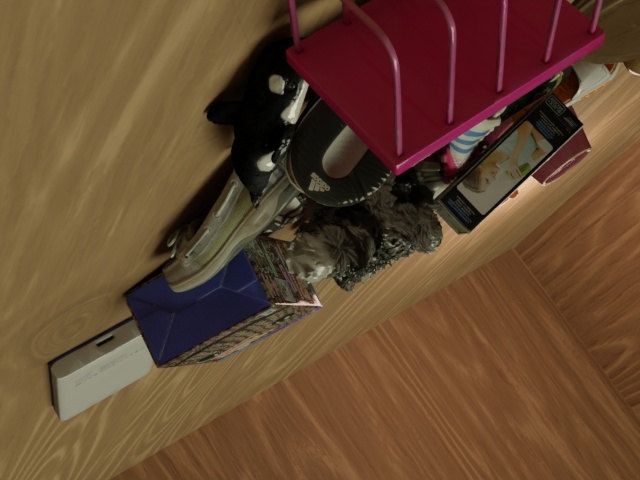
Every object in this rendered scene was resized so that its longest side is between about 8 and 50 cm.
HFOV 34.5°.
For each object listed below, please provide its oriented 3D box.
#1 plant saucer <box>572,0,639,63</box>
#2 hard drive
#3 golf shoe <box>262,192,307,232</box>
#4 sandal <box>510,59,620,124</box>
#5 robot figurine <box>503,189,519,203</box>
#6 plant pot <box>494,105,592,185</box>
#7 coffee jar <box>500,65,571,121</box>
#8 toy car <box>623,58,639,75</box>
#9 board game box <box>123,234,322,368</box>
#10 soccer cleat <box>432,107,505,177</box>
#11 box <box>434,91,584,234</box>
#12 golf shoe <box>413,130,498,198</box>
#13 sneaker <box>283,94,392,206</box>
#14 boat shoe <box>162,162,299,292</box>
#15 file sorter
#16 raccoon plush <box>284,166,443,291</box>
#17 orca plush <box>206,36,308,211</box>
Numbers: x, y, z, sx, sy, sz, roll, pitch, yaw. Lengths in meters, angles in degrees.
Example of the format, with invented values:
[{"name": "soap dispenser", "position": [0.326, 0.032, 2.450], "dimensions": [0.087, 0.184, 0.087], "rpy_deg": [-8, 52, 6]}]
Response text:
[{"name": "plant saucer", "position": [0.566, -0.399, 1.858], "dimensions": [0.277, 0.041, 0.278], "rpy_deg": [-11, 157, -5]}, {"name": "hard drive", "position": [-0.411, 0.241, 1.962], "dimensions": [0.210, 0.040, 0.319], "rpy_deg": [-29, 166, -22]}, {"name": "golf shoe", "position": [-0.076, -0.052, 1.646], "dimensions": [0.094, 0.077, 0.198], "rpy_deg": [-32, 166, -10]}, {"name": "sandal", "position": [0.485, -0.320, 2.036], "dimensions": [0.265, 0.102, 0.076], "rpy_deg": [-39, 146, -8]}, {"name": "robot figurine", "position": [0.335, -0.139, 2.209], "dimensions": [0.158, 0.128, 0.219], "rpy_deg": [-16, 161, 41]}, {"name": "plant pot", "position": [0.465, -0.224, 2.168], "dimensions": [0.201, 0.180, 0.201], "rpy_deg": [-32, 167, -9]}, {"name": "coffee jar", "position": [0.375, -0.291, 1.913], "dimensions": [0.184, 0.079, 0.096], "rpy_deg": [-32, 168, -13]}, {"name": "toy car", "position": [0.724, -0.429, 2.295], "dimensions": [0.188, 0.149, 0.155], "rpy_deg": [-7, -176, 40]}, {"name": "board game box", "position": [-0.161, 0.106, 1.801], "dimensions": [0.232, 0.141, 0.291], "rpy_deg": [-29, 169, 13]}, {"name": "soccer cleat", "position": [0.265, -0.202, 1.841], "dimensions": [0.143, 0.116, 0.331], "rpy_deg": [-21, 166, 1]}, {"name": "box", "position": [0.342, -0.139, 1.931], "dimensions": [0.290, 0.087, 0.169], "rpy_deg": [-43, 179, -1]}, {"name": "golf shoe", "position": [0.216, -0.136, 2.076], "dimensions": [0.306, 0.115, 0.140], "rpy_deg": [-31, -177, -5]}, {"name": "sneaker", "position": [0.103, -0.239, 1.348], "dimensions": [0.447, 0.169, 0.257], "rpy_deg": [-46, -166, -4]}, {"name": "boat shoe", "position": [-0.148, -0.028, 1.537], "dimensions": [0.320, 0.103, 0.118], "rpy_deg": [-39, -173, 44]}, {"name": "file sorter", "position": [0.131, -0.255, 1.069], "dimensions": [0.290, 0.202, 0.182], "rpy_deg": [-33, 151, -15]}, {"name": "raccoon plush", "position": [0.000, 0.000, 1.807], "dimensions": [0.446, 0.216, 0.299], "rpy_deg": [-13, 161, -48]}, {"name": "orca plush", "position": [-0.089, -0.155, 1.278], "dimensions": [0.287, 0.102, 0.151], "rpy_deg": [127, -23, -67]}]
